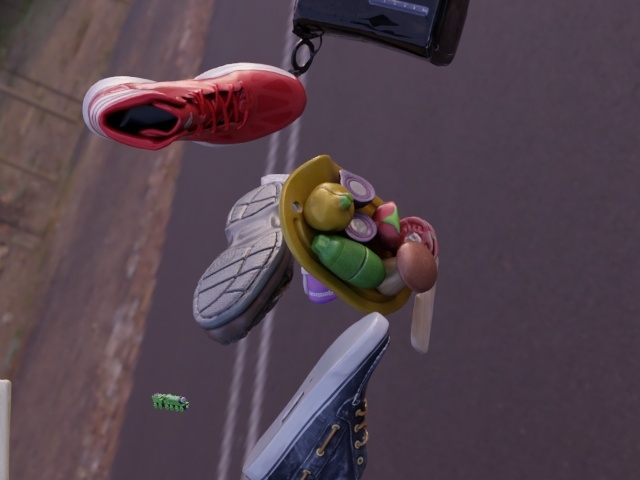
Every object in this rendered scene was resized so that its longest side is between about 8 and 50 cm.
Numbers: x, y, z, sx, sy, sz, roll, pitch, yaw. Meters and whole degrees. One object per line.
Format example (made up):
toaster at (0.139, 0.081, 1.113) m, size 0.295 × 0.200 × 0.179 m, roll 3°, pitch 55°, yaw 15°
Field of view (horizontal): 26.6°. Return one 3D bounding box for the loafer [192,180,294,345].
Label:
loafer at (-0.058, 0.032, 1.379) m, size 0.096 × 0.084 × 0.267 m, roll -23°, pitch 24°, yaw 20°

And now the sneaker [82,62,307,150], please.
sneaker at (-0.110, -0.115, 1.288) m, size 0.128 × 0.221 × 0.087 m, roll -132°, pitch 35°, yaw -67°

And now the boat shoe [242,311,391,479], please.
boat shoe at (0.019, 0.150, 1.145) m, size 0.183 × 0.083 × 0.065 m, roll -52°, pitch 9°, yaw 13°

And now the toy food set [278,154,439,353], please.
toy food set at (0.061, 0.000, 1.305) m, size 0.071 × 0.218 × 0.128 m, roll -24°, pitch 39°, yaw 44°

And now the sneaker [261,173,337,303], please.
sneaker at (0.001, 0.000, 1.756) m, size 0.282 × 0.102 × 0.161 m, roll 17°, pitch -103°, yaw -67°

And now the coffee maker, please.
coffee maker at (0.071, -0.255, 1.543) m, size 0.120 × 0.178 × 0.171 m, roll -37°, pitch -40°, yaw -54°

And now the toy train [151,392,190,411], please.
toy train at (-0.231, 0.249, 2.083) m, size 0.083 × 0.017 × 0.024 m, roll -1°, pitch 107°, yaw 47°

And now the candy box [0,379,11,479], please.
candy box at (-0.322, 0.151, 0.942) m, size 0.027 × 0.205 × 0.105 m, roll 124°, pitch 145°, yaw -68°
